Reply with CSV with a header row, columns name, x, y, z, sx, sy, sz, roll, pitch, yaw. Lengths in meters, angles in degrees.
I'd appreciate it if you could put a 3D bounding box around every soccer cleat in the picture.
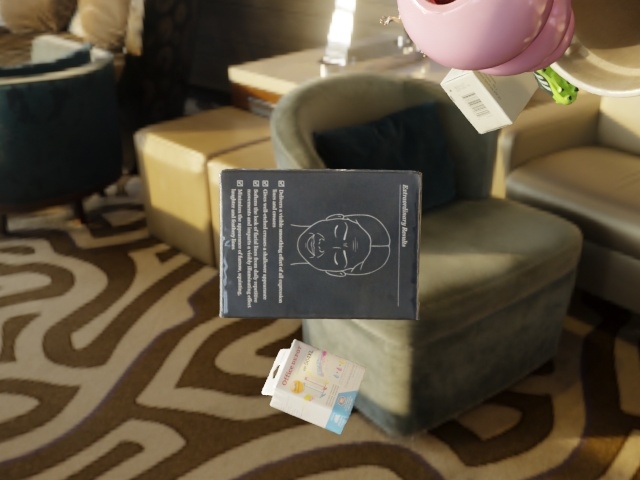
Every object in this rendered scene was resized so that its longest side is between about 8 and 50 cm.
name,x,y,z,sx,sy,sz,roll,pitch,yaw
soccer cleat,0.455,-0.347,1.718,0.060,0.179,0.072,-44,14,-10

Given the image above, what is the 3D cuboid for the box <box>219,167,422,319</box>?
name,x,y,z,sx,sy,sz,roll,pitch,yaw
box,0.000,0.000,1.717,0.395,0.294,0.212,1,6,1

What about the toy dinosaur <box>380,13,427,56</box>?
name,x,y,z,sx,sy,sz,roll,pitch,yaw
toy dinosaur,0.266,-0.608,2.171,0.127,0.200,0.296,-38,71,-17

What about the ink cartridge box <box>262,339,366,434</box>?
name,x,y,z,sx,sy,sz,roll,pitch,yaw
ink cartridge box,-0.013,0.231,1.347,0.143,0.090,0.092,21,60,3

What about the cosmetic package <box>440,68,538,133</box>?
name,x,y,z,sx,sy,sz,roll,pitch,yaw
cosmetic package,0.426,-0.408,1.913,0.309,0.160,0.113,-53,21,-24

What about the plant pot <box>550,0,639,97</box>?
name,x,y,z,sx,sy,sz,roll,pitch,yaw
plant pot,0.559,-0.445,1.398,0.305,0.334,0.333,-30,36,-34

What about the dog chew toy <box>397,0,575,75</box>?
name,x,y,z,sx,sy,sz,roll,pitch,yaw
dog chew toy,0.250,-0.320,1.159,0.206,0.207,0.331,18,8,36
